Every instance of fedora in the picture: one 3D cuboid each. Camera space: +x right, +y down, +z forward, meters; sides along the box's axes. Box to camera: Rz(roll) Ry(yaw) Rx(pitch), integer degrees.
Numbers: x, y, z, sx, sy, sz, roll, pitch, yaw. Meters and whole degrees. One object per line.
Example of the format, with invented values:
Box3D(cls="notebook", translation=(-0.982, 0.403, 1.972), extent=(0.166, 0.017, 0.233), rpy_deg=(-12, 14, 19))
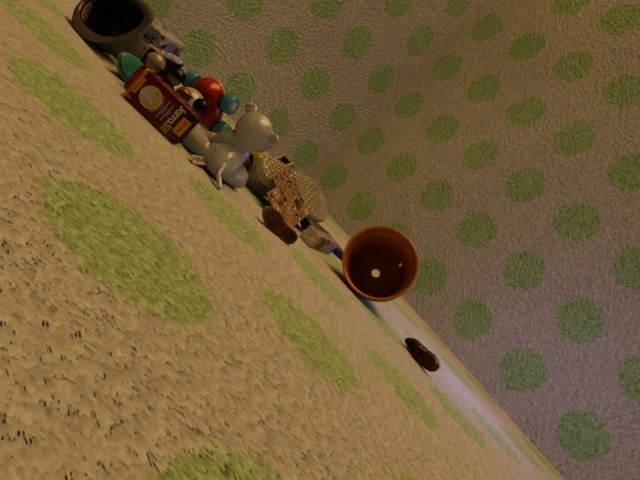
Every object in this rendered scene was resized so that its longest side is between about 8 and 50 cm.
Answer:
Box3D(cls="fedora", translation=(-0.660, -0.683, 1.726), extent=(0.275, 0.244, 0.124), rpy_deg=(38, -26, 18))

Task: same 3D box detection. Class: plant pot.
Box3D(cls="plant pot", translation=(0.226, 0.108, 2.098), extent=(0.291, 0.291, 0.203), rpy_deg=(47, -10, 11))

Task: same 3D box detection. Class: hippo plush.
Box3D(cls="hippo plush", translation=(-0.265, -0.310, 1.600), extent=(0.234, 0.236, 0.294), rpy_deg=(46, 6, 0))

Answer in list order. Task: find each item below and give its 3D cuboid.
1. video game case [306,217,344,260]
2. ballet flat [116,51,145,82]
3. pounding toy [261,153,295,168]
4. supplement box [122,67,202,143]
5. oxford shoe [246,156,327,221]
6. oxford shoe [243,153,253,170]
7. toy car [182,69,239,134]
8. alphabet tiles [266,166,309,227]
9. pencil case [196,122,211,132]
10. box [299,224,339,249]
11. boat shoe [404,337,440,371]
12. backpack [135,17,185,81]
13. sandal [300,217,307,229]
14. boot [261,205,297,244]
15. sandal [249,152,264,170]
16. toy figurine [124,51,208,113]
Box3D(cls="video game case", translation=(-0.003, -0.037, 2.537), extent=(0.275, 0.035, 0.248), rpy_deg=(41, 7, -36))
Box3D(cls="ballet flat", translation=(-0.581, -0.518, 1.690), extent=(0.087, 0.083, 0.247), rpy_deg=(22, -4, 23))
Box3D(cls="pounding toy", translation=(-0.189, -0.313, 2.483), extent=(0.155, 0.154, 0.269), rpy_deg=(48, 11, 22))
Box3D(cls="supplement box", translation=(-0.435, -0.370, 1.478), extent=(0.188, 0.104, 0.081), rpy_deg=(44, 7, -11))
Box3D(cls="oxford shoe", translation=(-0.124, -0.193, 2.102), extent=(0.449, 0.130, 0.169), rpy_deg=(29, 54, -48))
Box3D(cls="oxford shoe", translation=(-0.297, -0.310, 2.073), extent=(0.083, 0.096, 0.227), rpy_deg=(41, 6, -24))
Box3D(cls="toy car", translation=(-0.451, -0.461, 1.867), extent=(0.219, 0.210, 0.238), rpy_deg=(34, 32, 14))
Box3D(cls="alphabet tiles", translation=(-0.122, -0.151, 1.942), extent=(0.198, 0.009, 0.237), rpy_deg=(69, 27, -13))
Box3D(cls="pencil case", translation=(-0.379, -0.325, 1.754), extent=(0.152, 0.070, 0.064), rpy_deg=(44, 39, -24))
Box3D(cls="box", translation=(0.000, 0.000, 2.165), extent=(0.067, 0.063, 0.324), rpy_deg=(49, 7, 14))
Box3D(cls="boat shoe", translation=(0.360, 0.409, 1.917), extent=(0.060, 0.064, 0.178), rpy_deg=(36, 4, -33))
Box3D(cls="backpack", translation=(-0.650, -0.717, 1.948), extent=(0.263, 0.213, 0.276), rpy_deg=(35, 8, 6))
Box3D(cls="sandal", translation=(-0.107, -0.127, 2.259), extent=(0.090, 0.060, 0.219), rpy_deg=(63, 4, -58))
Box3D(cls="boot", translation=(-0.140, -0.057, 1.661), extent=(0.158, 0.059, 0.084), rpy_deg=(52, -2, -38))
Box3D(cls="sandal", translation=(-0.201, -0.257, 2.274), extent=(0.317, 0.126, 0.138), rpy_deg=(49, 3, 21))
Box3D(cls="toy figurine", translation=(-0.456, -0.443, 1.618), extent=(0.209, 0.148, 0.213), rpy_deg=(47, 6, 11))
